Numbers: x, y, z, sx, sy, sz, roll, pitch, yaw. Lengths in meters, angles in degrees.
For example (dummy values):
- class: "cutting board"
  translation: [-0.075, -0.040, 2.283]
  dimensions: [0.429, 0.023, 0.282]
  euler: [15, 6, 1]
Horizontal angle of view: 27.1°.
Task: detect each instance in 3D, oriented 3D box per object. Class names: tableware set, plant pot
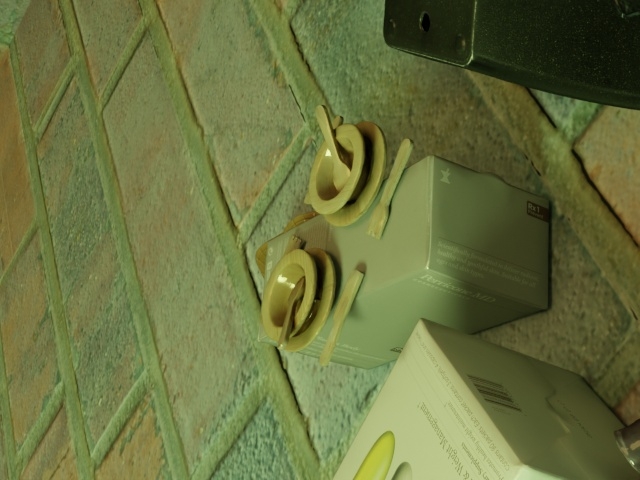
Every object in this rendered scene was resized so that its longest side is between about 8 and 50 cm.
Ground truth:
- class: "tableware set"
  translation: [-0.005, -0.006, 1.046]
  dimensions: [0.128, 0.039, 0.194]
  euler: [27, 97, 60]
- class: "plant pot"
  translation: [0.150, -0.196, 0.964]
  dimensions: [0.188, 0.167, 0.187]
  euler: [30, 121, 59]

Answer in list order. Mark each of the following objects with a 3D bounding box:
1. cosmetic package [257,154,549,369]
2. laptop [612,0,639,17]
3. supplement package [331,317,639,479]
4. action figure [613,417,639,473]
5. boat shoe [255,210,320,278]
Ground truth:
- class: "cosmetic package"
  translation: [0.064, 0.025, 1.082]
  dimensions: [0.238, 0.127, 0.107]
  euler: [-25, 54, 54]
- class: "laptop"
  translation: [0.274, -0.301, 0.812]
  dimensions: [0.136, 0.264, 0.234]
  euler: [89, 162, -77]
- class: "supplement package"
  translation: [0.107, 0.197, 0.873]
  dimensions: [0.203, 0.149, 0.194]
  euler: [-63, 23, 15]
- class: "action figure"
  translation: [0.293, 0.051, 0.723]
  dimensions: [0.285, 0.099, 0.185]
  euler: [-43, 32, 17]
- class: "boat shoe"
  translation: [0.000, 0.000, 1.262]
  dimensions: [0.170, 0.059, 0.063]
  euler: [-21, 95, 56]
